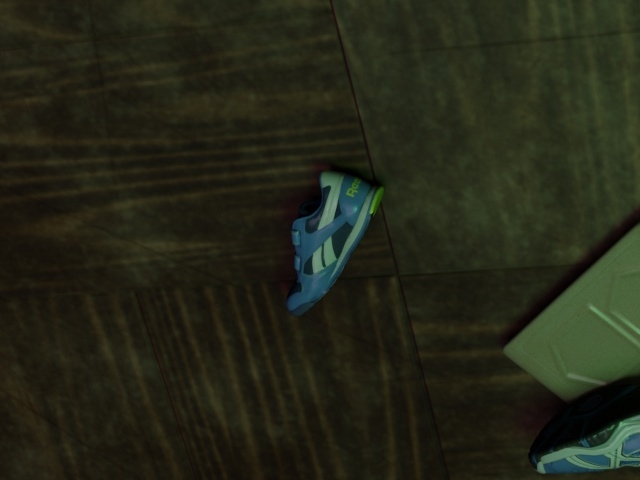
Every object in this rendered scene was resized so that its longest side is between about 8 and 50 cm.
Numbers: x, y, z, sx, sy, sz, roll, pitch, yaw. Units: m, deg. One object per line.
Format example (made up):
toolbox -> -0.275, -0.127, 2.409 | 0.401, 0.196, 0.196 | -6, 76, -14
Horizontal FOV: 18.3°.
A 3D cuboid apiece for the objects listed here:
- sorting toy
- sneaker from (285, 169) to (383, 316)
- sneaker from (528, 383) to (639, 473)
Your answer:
sorting toy -> 0.284, 0.091, 1.663 | 0.193, 0.038, 0.208 | 38, 129, -8
sneaker -> 0.000, 0.000, 1.683 | 0.059, 0.053, 0.144 | 28, 117, -2
sneaker -> 0.268, 0.164, 1.645 | 0.211, 0.080, 0.081 | -21, 112, 33
